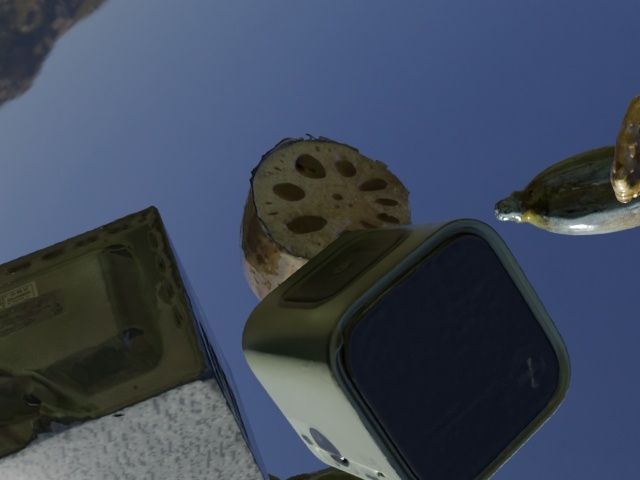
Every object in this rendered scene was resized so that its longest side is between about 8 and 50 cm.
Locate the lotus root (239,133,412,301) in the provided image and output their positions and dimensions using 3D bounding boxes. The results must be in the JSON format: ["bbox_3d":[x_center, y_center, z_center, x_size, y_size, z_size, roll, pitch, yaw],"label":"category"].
[{"bbox_3d":[0.000,0.000,1.378,0.272,0.272,0.192,-77,-174,-51],"label":"lotus root"}]

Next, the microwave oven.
[{"bbox_3d":[-0.300,0.208,0.970,0.432,0.374,0.236,-22,-134,-5],"label":"microwave oven"}]

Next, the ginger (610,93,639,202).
[{"bbox_3d":[0.416,-0.103,1.221,0.053,0.193,0.176,9,-131,45],"label":"ginger"}]

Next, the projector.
[{"bbox_3d":[0.090,0.129,1.090,0.248,0.248,0.249,-38,-166,-22],"label":"projector"}]

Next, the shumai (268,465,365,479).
[{"bbox_3d":[-0.003,0.461,1.523,0.261,0.222,0.225,-19,-120,16],"label":"shumai"}]

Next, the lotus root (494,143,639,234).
[{"bbox_3d":[0.486,-0.085,1.768,0.322,0.158,0.140,-12,179,19],"label":"lotus root"}]
